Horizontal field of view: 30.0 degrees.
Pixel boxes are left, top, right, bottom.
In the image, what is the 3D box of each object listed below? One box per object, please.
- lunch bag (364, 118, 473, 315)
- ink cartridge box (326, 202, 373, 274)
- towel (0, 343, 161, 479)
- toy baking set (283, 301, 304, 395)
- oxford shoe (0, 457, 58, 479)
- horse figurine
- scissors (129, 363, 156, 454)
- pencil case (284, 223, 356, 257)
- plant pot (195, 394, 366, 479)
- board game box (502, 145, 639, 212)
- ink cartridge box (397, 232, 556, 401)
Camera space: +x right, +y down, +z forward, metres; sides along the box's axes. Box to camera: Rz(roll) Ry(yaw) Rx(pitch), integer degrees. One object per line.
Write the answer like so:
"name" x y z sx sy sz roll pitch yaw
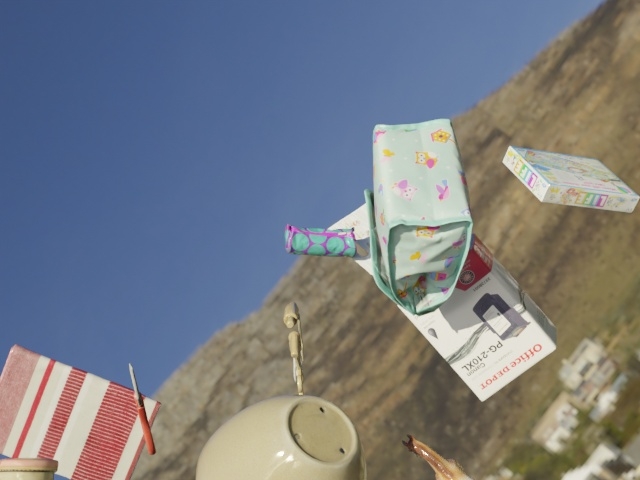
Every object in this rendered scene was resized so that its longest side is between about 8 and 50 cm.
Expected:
"lunch bag" 0.157 -0.031 1.937 0.160 0.223 0.262 -4 -36 -2
"ink cartridge box" 0.152 -0.018 2.635 0.232 0.189 0.066 -37 -40 -16
"towel" -0.524 0.377 2.488 0.037 0.329 0.237 -93 26 -76
"toy baking set" -0.056 0.230 2.537 0.256 0.030 0.197 -90 -4 -74
"oxford shoe" -0.542 0.466 2.007 0.140 0.147 0.397 9 -30 -31
"horse figurine" 0.254 0.448 2.029 0.066 0.263 0.174 -36 -44 0
"scissors" -0.357 0.305 2.322 0.021 0.109 0.297 -14 -46 -8
"pencil case" 0.000 0.000 2.531 0.151 0.065 0.070 2 -42 -8
"plant pot" -0.038 0.360 1.941 0.284 0.284 0.191 -25 -25 -45
"board game box" 0.329 -0.080 1.568 0.154 0.103 0.026 6 -60 -29
"ink cartridge box" 0.279 0.137 2.104 0.172 0.237 0.100 -39 7 18
